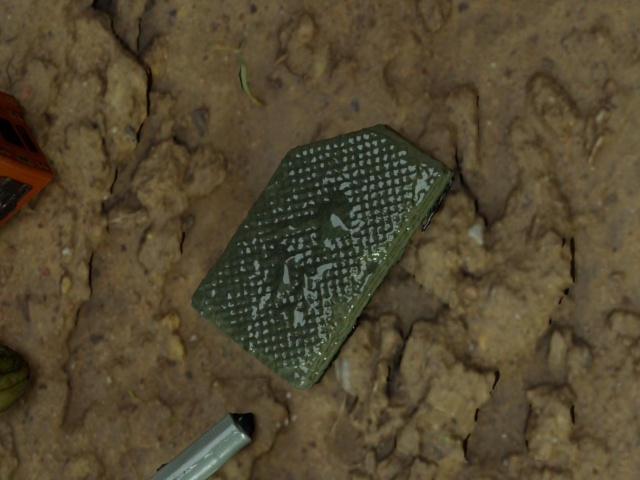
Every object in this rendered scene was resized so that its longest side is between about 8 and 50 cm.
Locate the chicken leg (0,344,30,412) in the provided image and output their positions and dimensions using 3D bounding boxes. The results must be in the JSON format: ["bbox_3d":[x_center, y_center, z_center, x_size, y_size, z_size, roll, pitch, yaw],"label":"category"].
[{"bbox_3d":[-0.373,0.142,1.884,0.178,0.070,0.093,-18,69,31],"label":"chicken leg"}]

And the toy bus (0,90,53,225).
[{"bbox_3d":[-0.438,-0.020,1.892,0.329,0.143,0.153,-39,68,12],"label":"toy bus"}]

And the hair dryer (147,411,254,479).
[{"bbox_3d":[-0.146,0.250,1.768,0.236,0.073,0.131,-40,69,4],"label":"hair dryer"}]

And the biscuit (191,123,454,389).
[{"bbox_3d":[0.000,0.000,1.739,0.150,0.052,0.252,38,98,25],"label":"biscuit"}]
